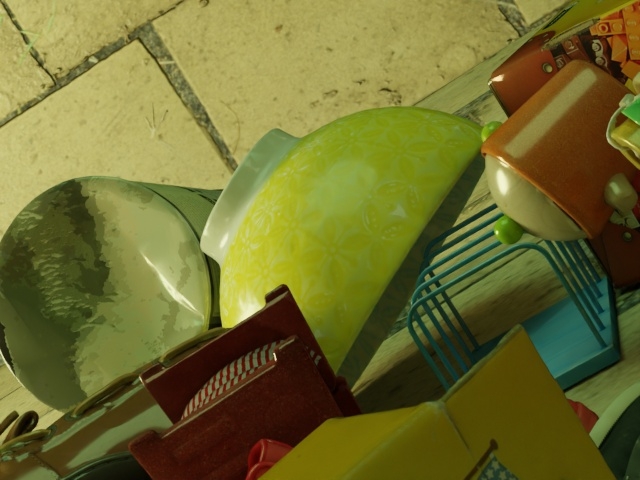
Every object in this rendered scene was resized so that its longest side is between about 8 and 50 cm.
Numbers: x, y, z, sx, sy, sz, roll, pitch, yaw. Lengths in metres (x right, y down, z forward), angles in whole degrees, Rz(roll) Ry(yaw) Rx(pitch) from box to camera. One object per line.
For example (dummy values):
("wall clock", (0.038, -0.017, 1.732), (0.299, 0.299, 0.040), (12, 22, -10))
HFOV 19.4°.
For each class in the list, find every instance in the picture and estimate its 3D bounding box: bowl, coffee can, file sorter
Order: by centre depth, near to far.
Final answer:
("file sorter", (0.133, 0.044, 1.322), (0.118, 0.104, 0.170), (-31, 10, 14))
("bowl", (0.000, 0.000, 1.471), (0.289, 0.156, 0.289), (-57, -7, -12))
("coffee can", (-0.137, 0.048, 1.646), (0.201, 0.202, 0.275), (-30, -11, 16))

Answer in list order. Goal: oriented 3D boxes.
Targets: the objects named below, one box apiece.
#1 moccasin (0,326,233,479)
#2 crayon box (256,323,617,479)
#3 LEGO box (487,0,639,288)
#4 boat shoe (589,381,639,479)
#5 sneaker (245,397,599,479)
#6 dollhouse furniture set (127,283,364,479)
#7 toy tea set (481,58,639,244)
("moccasin", (-0.186, 0.179, 1.305), (0.380, 0.139, 0.147), (-35, 36, -4))
("crayon box", (0.002, 0.200, 0.644), (0.318, 0.202, 0.081), (-37, 10, -31))
("LEGO box", (0.414, -0.209, 1.417), (0.372, 0.193, 0.500), (-24, 12, 43))
("boat shoe", (0.155, 0.137, 0.916), (0.079, 0.084, 0.233), (15, 25, 23))
("sneaker", (0.035, 0.135, 0.997), (0.221, 0.128, 0.087), (-43, 7, 9))
("dollhouse furniture set", (-0.131, 0.202, 1.142), (0.374, 0.152, 0.201), (-33, 8, -1))
("toy tea set", (0.209, -0.004, 1.126), (0.124, 0.200, 0.336), (-51, 12, 0))
